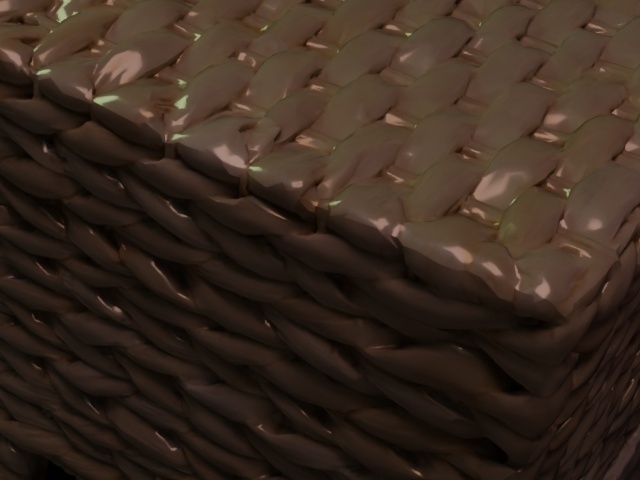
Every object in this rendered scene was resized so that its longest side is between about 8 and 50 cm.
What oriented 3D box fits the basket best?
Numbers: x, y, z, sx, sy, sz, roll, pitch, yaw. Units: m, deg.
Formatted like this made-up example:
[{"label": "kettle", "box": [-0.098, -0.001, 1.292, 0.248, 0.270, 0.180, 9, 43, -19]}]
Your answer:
[{"label": "basket", "box": [0.000, 0.000, 0.553, 0.328, 0.267, 0.331, 25, 40, 21]}]
